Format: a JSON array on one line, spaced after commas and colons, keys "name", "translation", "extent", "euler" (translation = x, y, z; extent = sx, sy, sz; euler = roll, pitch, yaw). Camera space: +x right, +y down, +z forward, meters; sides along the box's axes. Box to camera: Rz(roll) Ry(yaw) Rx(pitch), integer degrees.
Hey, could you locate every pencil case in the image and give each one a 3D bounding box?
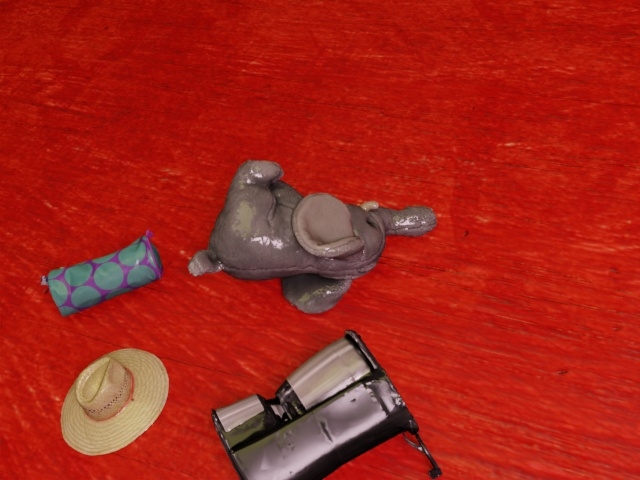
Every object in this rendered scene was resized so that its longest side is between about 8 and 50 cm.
[{"name": "pencil case", "translation": [-0.287, 0.045, 1.033], "extent": [0.152, 0.064, 0.070], "euler": [-20, 66, -2]}]

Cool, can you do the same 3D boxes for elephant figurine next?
[{"name": "elephant figurine", "translation": [0.000, 0.000, 0.945], "extent": [0.240, 0.169, 0.186], "euler": [21, 88, 11]}]

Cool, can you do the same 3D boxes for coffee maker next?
[{"name": "coffee maker", "translation": [0.000, 0.203, 0.789], "extent": [0.178, 0.120, 0.171], "euler": [-31, 51, -10]}]

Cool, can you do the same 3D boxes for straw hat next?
[{"name": "straw hat", "translation": [-0.257, 0.176, 0.920], "extent": [0.145, 0.061, 0.144], "euler": [-8, 50, 10]}]
